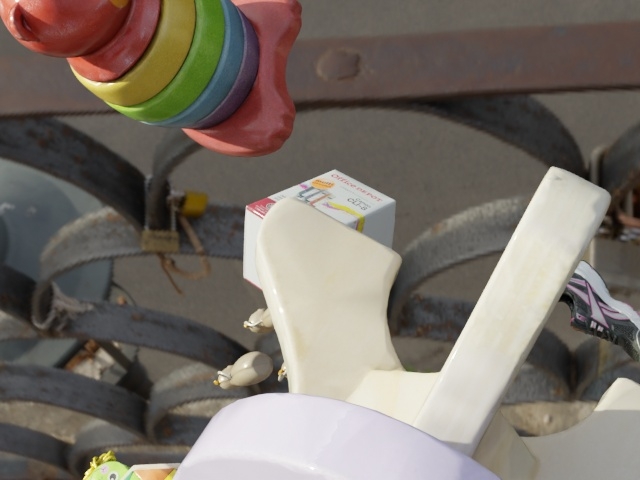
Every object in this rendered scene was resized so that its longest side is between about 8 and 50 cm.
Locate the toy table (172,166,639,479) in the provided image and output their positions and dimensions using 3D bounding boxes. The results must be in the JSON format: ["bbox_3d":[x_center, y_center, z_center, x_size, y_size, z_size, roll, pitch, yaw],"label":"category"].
[{"bbox_3d":[0.052,0.095,0.448,0.252,0.274,0.161,34,60,0],"label":"toy table"}]

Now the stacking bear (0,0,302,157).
[{"bbox_3d":[-0.167,-0.194,0.940,0.164,0.289,0.175,-3,77,33],"label":"stacking bear"}]

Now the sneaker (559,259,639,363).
[{"bbox_3d":[0.406,0.117,1.477,0.077,0.072,0.178,-31,55,-11],"label":"sneaker"}]

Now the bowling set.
[{"bbox_3d":[-0.030,0.135,1.650,0.287,0.154,0.199,1,74,-24],"label":"bowling set"}]

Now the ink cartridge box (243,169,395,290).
[{"bbox_3d":[0.000,0.000,1.418,0.176,0.127,0.128,-25,42,-38],"label":"ink cartridge box"}]

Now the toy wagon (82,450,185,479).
[{"bbox_3d":[-0.257,0.445,1.507,0.267,0.068,0.344,-47,61,-5],"label":"toy wagon"}]
